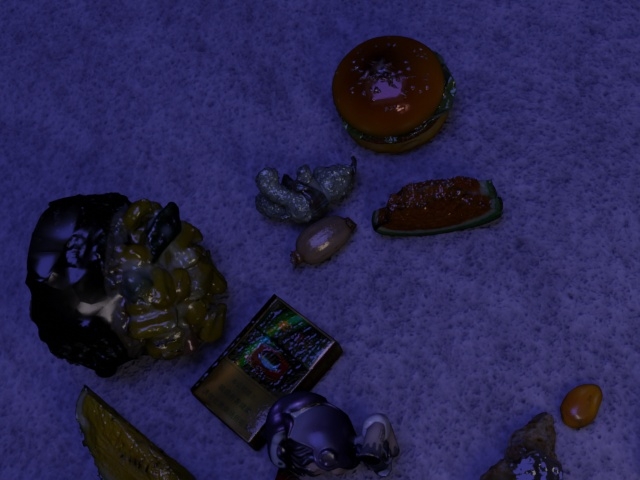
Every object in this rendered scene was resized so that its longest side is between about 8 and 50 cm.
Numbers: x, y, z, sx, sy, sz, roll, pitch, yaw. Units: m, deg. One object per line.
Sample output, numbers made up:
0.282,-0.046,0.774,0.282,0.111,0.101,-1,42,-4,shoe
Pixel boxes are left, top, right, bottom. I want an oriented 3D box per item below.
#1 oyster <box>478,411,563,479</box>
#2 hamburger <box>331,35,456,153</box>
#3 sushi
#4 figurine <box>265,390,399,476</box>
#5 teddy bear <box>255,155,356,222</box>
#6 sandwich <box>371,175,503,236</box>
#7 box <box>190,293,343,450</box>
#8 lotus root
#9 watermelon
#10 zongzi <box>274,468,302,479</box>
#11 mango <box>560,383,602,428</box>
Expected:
0.304,0.422,1.618,0.166,0.110,0.341,27,72,24,oyster
0.138,-0.299,2.000,0.246,0.170,0.246,-7,63,14,hamburger
-0.340,0.061,1.859,0.285,0.328,0.328,-6,57,18,sushi
0.011,0.327,1.715,0.222,0.145,0.145,-1,63,17,figurine
-0.018,-0.090,1.959,0.213,0.133,0.111,-13,62,-6,teddy bear
0.201,-0.070,1.882,0.235,0.159,0.079,-16,64,29,sandwich
-0.096,0.237,1.843,0.159,0.071,0.240,34,76,30,box
0.000,0.000,1.943,0.150,0.062,0.073,-34,64,-6,lotus root
-0.321,0.370,1.788,0.301,0.129,0.123,35,47,27,watermelon
-0.063,0.431,1.754,0.083,0.067,0.073,32,86,45,zongzi
0.435,0.273,1.701,0.089,0.046,0.060,-39,62,-21,mango
